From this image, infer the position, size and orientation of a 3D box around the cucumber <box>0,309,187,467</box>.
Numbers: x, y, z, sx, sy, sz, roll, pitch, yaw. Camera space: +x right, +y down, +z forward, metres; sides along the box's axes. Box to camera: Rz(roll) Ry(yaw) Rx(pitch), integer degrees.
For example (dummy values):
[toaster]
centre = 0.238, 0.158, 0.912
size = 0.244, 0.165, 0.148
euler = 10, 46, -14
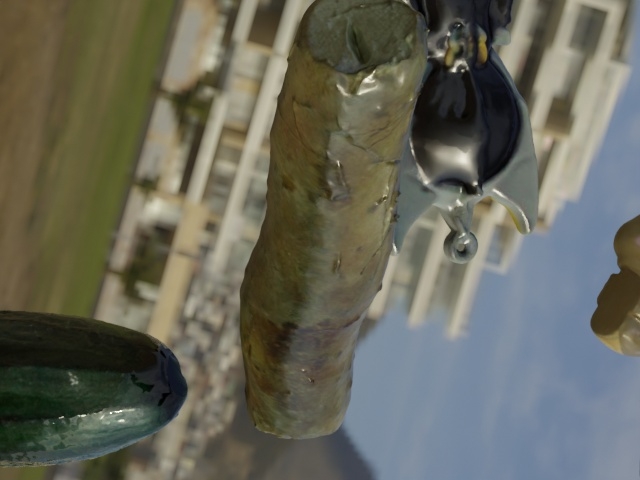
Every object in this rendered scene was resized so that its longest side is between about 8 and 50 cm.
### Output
[cucumber]
centre = -0.212, 0.099, 1.335
size = 0.063, 0.244, 0.115
euler = -4, 88, -74

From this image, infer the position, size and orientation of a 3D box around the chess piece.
[chess piece]
centre = 0.370, -0.070, 1.828
size = 0.397, 0.117, 0.117
euler = -57, -177, -7

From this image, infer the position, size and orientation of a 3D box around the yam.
[yam]
centre = 0.000, 0.000, 0.969
size = 0.317, 0.067, 0.071
euler = 100, -27, -52

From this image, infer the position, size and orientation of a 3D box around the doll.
[doll]
centre = 0.115, -0.133, 1.734
size = 0.145, 0.103, 0.316
euler = -20, 115, -49
